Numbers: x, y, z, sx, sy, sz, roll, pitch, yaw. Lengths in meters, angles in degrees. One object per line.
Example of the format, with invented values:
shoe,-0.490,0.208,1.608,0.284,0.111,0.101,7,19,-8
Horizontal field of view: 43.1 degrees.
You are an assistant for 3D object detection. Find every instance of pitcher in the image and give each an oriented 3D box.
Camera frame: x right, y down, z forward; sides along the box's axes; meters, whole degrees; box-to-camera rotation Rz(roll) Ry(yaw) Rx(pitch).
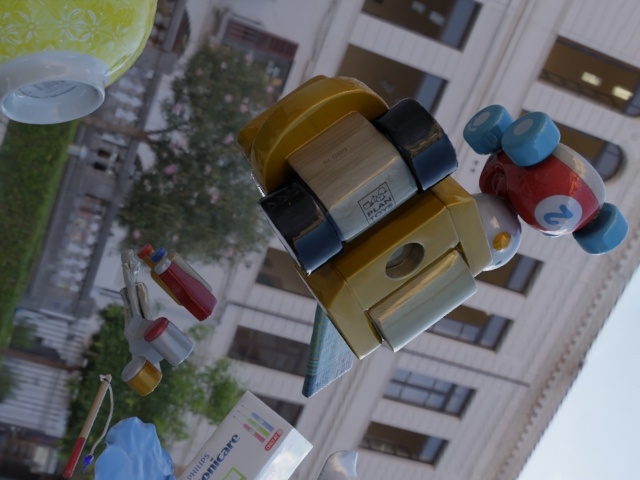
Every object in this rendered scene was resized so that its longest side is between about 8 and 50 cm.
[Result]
pitcher,0.046,0.507,1.430,0.178,0.125,0.207,-54,-133,24

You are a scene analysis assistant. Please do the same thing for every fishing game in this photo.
fishing game,-0.197,0.278,0.851,0.189,0.041,0.264,-83,157,-57

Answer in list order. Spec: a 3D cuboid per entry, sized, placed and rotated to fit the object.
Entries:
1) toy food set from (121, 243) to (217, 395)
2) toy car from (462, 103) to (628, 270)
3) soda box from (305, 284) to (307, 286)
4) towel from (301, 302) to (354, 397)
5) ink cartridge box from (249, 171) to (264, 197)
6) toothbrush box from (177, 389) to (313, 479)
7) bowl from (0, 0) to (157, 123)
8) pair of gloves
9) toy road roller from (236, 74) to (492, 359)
toy food set,-0.219,0.088,1.092,0.111,0.104,0.232,-31,-158,29
toy car,0.259,-0.028,1.141,0.238,0.219,0.210,-46,-157,-2
soda box,0.000,0.000,1.454,0.060,0.053,0.169,1,-83,63
towel,0.044,0.140,1.802,0.271,0.040,0.371,-12,115,-67
ink cartridge box,-0.017,-0.169,1.768,0.296,0.261,0.066,71,0,-76
toothbrush box,-0.137,0.431,1.582,0.206,0.122,0.283,-51,161,-13
bowl,-0.312,-0.224,0.908,0.289,0.289,0.156,139,-61,-64
pair of gloves,-0.320,0.124,1.394,0.240,0.042,0.204,-161,-117,-71
toy road roller,0.038,-0.046,0.945,0.202,0.330,0.241,-35,-133,-4
